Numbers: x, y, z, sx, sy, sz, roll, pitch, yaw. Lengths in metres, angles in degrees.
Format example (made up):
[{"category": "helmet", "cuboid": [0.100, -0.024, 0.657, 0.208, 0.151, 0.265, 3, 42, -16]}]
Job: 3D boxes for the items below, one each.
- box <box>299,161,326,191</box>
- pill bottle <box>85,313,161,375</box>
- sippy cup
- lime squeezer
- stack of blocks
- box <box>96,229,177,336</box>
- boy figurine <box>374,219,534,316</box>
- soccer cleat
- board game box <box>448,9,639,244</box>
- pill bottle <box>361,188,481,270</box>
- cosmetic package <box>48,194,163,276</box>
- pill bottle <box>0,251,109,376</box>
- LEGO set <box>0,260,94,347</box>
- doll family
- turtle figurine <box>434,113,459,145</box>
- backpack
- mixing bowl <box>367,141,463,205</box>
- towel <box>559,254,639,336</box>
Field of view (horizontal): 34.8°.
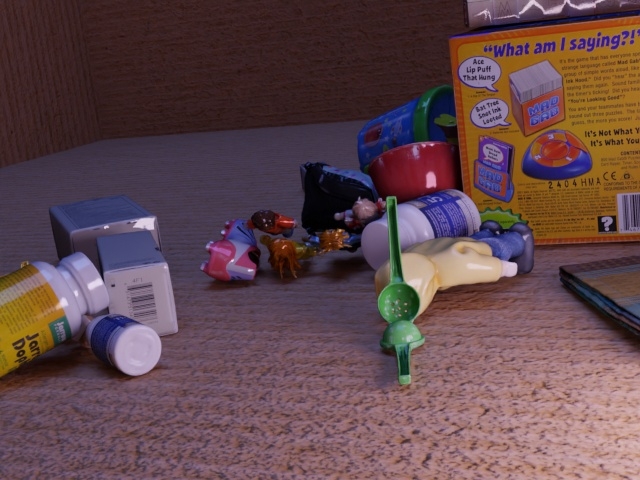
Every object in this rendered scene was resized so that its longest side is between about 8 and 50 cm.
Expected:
[{"category": "box", "cuboid": [0.004, -0.128, 2.346, 0.063, 0.067, 0.324, -9, 12, -7]}, {"category": "pill bottle", "cuboid": [-0.263, 0.133, 1.338, 0.067, 0.067, 0.120, -15, 15, -32]}, {"category": "sippy cup", "cuboid": [0.212, -0.209, 2.280, 0.224, 0.240, 0.305, -9, -14, 41]}, {"category": "lime squeezer", "cuboid": [0.105, 0.088, 1.279, 0.059, 0.110, 0.310, 8, 43, -6]}, {"category": "stack of blocks", "cuboid": [0.401, -0.435, 1.794, 0.297, 0.087, 0.171, -5, 12, 5]}, {"category": "box", "cuboid": [-0.285, 0.064, 1.561, 0.094, 0.113, 0.275, -10, 14, -12]}, {"category": "boy figurine", "cuboid": [0.192, 0.039, 1.448, 0.177, 0.092, 0.285, 6, 19, 44]}, {"category": "soccer cleat", "cuboid": [-0.139, 0.022, 1.771, 0.095, 0.083, 0.248, 19, 12, 3]}, {"category": "board game box", "cuboid": [0.446, -0.205, 1.770, 0.356, 0.356, 0.356, -2, 13, 20]}, {"category": "pill bottle", "cuboid": [0.159, -0.011, 1.635, 0.186, 0.112, 0.112, -18, 17, -41]}, {"category": "cosmetic package", "cuboid": [-0.407, -0.003, 1.920, 0.160, 0.113, 0.309, -11, 13, -18]}, {"category": "pill bottle", "cuboid": [-0.394, 0.099, 1.360, 0.208, 0.117, 0.117, -29, 22, -27]}, {"category": "LEGO set", "cuboid": [-0.421, 0.115, 1.520, 0.287, 0.107, 0.132, 2, 50, 19]}, {"category": "doll family", "cuboid": [0.000, 0.000, 1.692, 0.263, 0.118, 0.163, -7, -5, 11]}, {"category": "turtle figurine", "cuboid": [0.283, -0.150, 2.039, 0.269, 0.217, 0.087, -14, 32, -3]}, {"category": "backpack", "cuboid": [0.057, -0.071, 1.909, 0.182, 0.152, 0.115, 12, 18, 41]}, {"category": "mixing bowl", "cuboid": [0.178, -0.090, 1.781, 0.181, 0.098, 0.181, -6, -20, -2]}, {"category": "towel", "cuboid": [0.482, 0.067, 1.285, 0.271, 0.040, 0.370, -7, 11, -3]}]
